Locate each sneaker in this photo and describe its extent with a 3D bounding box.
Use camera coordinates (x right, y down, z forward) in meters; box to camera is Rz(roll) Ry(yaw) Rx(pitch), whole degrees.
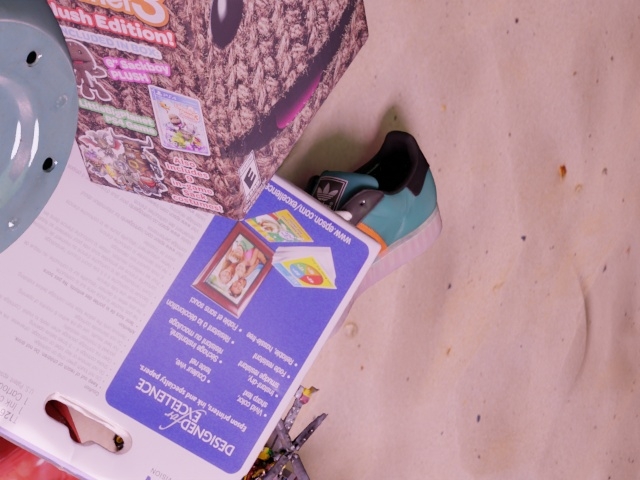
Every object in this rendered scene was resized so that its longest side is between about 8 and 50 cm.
[{"bbox_3d":[0.000,0.000,1.551,0.302,0.108,0.121,-40,130,-36],"label":"sneaker"}]

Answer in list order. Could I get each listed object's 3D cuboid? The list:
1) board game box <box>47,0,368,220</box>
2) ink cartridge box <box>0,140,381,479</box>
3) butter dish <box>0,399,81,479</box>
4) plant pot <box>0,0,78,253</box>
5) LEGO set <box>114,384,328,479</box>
[{"bbox_3d":[-0.091,-0.205,1.204,0.232,0.141,0.291,-58,151,-34],"label":"board game box"},{"bbox_3d":[-0.147,0.053,1.377,0.303,0.072,0.307,34,84,-23],"label":"ink cartridge box"},{"bbox_3d":[-0.250,0.210,1.378,0.160,0.118,0.160,-34,129,-29],"label":"butter dish"},{"bbox_3d":[-0.302,-0.103,1.064,0.293,0.235,0.293,-35,141,-35],"label":"plant pot"},{"bbox_3d":[-0.059,0.307,1.552,0.255,0.192,0.331,-44,132,-22],"label":"LEGO set"}]
